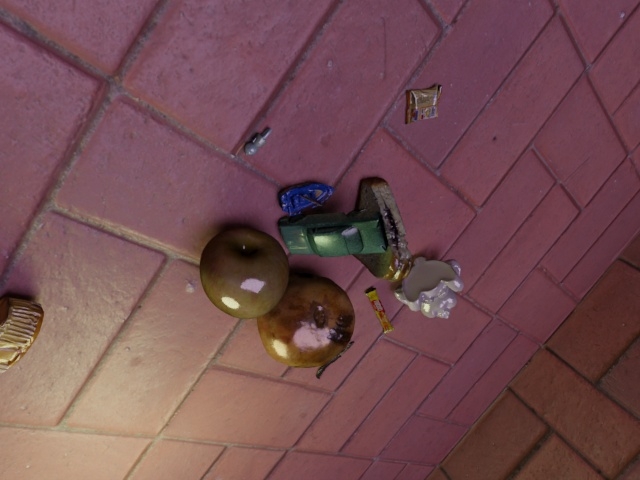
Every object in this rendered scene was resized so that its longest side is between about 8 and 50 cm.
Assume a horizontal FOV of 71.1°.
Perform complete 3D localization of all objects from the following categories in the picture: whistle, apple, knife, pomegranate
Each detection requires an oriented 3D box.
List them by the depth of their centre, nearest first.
[{"bbox_3d":[-0.168,-0.265,1.204,0.100,0.035,0.035,-45,131,0],"label":"whistle"},{"bbox_3d":[-0.215,0.096,1.265,0.257,0.256,0.233,-9,140,-26],"label":"apple"},{"bbox_3d":[-0.047,0.255,1.445,0.323,0.322,0.321,-15,125,-23],"label":"pomegranate"},{"bbox_3d":[0.052,0.480,1.815,0.222,0.021,0.046,-48,130,9],"label":"knife"}]

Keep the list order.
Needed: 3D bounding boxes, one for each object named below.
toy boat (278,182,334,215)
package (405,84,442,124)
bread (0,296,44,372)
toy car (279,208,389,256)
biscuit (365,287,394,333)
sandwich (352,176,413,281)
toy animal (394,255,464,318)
[{"bbox_3d":[-0.028,-0.122,1.328,0.175,0.110,0.091,-21,128,-21],"label":"toy boat"},{"bbox_3d":[0.321,-0.424,1.399,0.121,0.031,0.107,-15,125,-16],"label":"package"},{"bbox_3d":[-0.766,0.232,1.096,0.114,0.132,0.190,31,102,-42],"label":"bread"},{"bbox_3d":[0.034,-0.016,1.342,0.321,0.097,0.141,-3,132,20],"label":"toy car"},{"bbox_3d":[0.241,0.285,1.804,0.048,0.026,0.291,-22,130,7],"label":"biscuit"},{"bbox_3d":[0.205,-0.030,1.435,0.100,0.254,0.288,-6,119,-31],"label":"sandwich"},{"bbox_3d":[0.447,0.197,1.773,0.272,0.205,0.265,-31,141,9],"label":"toy animal"}]
